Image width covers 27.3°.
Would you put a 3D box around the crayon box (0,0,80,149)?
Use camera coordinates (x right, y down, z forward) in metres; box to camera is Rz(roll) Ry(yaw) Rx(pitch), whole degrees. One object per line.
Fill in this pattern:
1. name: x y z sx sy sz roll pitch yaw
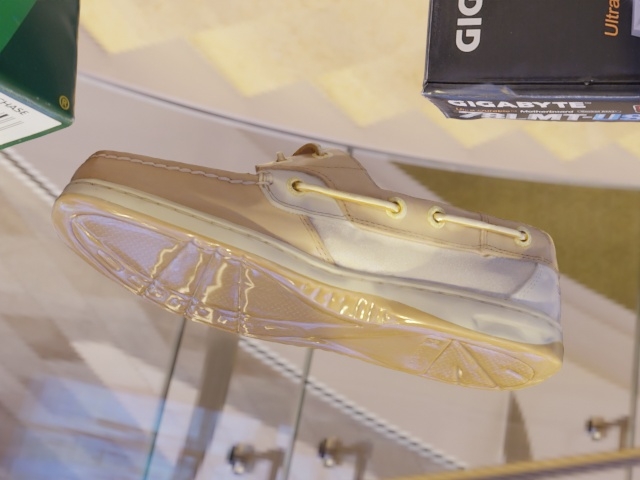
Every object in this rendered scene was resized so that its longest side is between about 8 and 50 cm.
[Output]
1. crayon box: -0.265 -0.246 0.613 0.106 0.313 0.363 -14 156 31

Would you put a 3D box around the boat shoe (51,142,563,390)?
1. boat shoe: 0.000 0.000 0.430 0.170 0.059 0.063 18 152 -12

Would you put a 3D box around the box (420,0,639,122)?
1. box: 0.211 -0.209 0.697 0.293 0.296 0.073 4 172 17
